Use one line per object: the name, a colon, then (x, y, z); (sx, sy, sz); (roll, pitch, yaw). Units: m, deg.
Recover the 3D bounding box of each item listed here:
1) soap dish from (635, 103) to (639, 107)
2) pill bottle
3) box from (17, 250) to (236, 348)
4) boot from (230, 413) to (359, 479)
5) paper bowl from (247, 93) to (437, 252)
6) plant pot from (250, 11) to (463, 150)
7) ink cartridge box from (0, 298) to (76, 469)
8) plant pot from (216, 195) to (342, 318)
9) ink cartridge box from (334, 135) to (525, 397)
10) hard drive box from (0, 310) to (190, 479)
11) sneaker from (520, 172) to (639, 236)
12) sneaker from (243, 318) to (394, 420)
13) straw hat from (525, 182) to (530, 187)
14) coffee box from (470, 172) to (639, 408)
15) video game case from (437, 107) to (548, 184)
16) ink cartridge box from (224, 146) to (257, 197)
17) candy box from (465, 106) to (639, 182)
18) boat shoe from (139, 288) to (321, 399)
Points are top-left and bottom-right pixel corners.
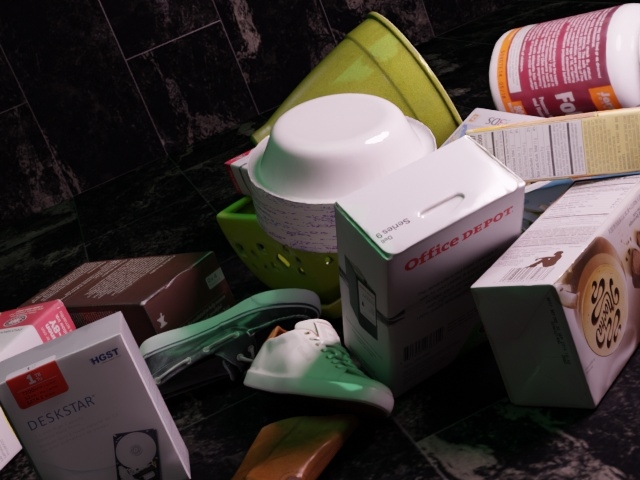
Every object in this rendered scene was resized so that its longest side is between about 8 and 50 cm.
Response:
soap dish: (0.622, -0.162, 1.658); (0.291, 0.118, 0.229); (-14, 20, 27)
pill bottle: (0.550, -0.338, 2.070); (0.392, 0.224, 0.224); (-3, 26, 45)
box: (-0.356, 0.128, 1.929); (0.381, 0.143, 0.191); (-7, 23, 43)
boot: (-0.015, 0.289, 1.218); (0.264, 0.096, 0.280); (-20, 9, 31)
paper bowl: (0.032, -0.117, 1.564); (0.284, 0.148, 0.284); (-7, 32, 4)
plant pot: (0.060, -0.214, 2.148); (0.353, 0.366, 0.366); (-35, 19, -2)
ink cartridge box: (-0.603, 0.275, 1.753); (0.279, 0.160, 0.385); (-12, 21, 27)
plant pot: (0.000, 0.000, 1.768); (0.228, 0.207, 0.227); (-34, 21, -31)
ink cartridge box: (0.140, 0.036, 1.355); (0.211, 0.289, 0.121); (-28, 52, -20)
hard drive box: (-0.300, 0.239, 1.396); (0.181, 0.232, 0.089); (-24, 18, -3)
sneaker: (0.359, -0.023, 1.566); (0.319, 0.127, 0.208); (-25, 14, 21)
sneaker: (0.000, 0.162, 1.407); (0.290, 0.106, 0.123); (4, 67, 54)
straw hat: (0.343, -0.104, 1.894); (0.061, 0.144, 0.144); (18, 7, -20)
coffee box: (0.327, 0.055, 1.306); (0.119, 0.168, 0.297); (-5, 24, 43)
video game case: (0.247, -0.098, 1.854); (0.329, 0.036, 0.300); (-48, 22, -6)
ink cartridge box: (-0.081, -0.119, 1.766); (0.109, 0.063, 0.150); (-27, 19, -17)
candy box: (0.382, -0.134, 1.454); (0.316, 0.088, 0.183); (-5, 4, 31)
boat shoe: (-0.135, 0.168, 1.631); (0.301, 0.108, 0.102); (-18, 51, -1)
